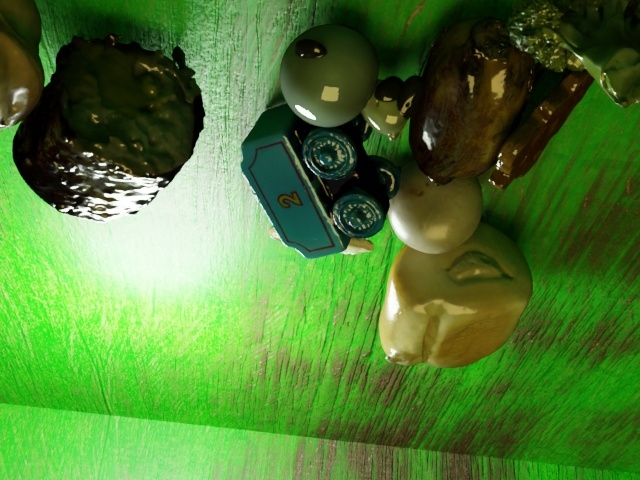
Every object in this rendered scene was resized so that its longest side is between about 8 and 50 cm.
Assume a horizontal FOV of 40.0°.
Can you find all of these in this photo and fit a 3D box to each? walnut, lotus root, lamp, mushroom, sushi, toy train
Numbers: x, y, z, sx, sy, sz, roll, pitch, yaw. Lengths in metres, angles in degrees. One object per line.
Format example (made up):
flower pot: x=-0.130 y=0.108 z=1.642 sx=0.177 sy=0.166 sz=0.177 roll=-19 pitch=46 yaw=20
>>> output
walnut: x=-0.633 y=-0.320 z=1.432 sx=0.383 sy=0.384 sz=0.384 roll=4 pitch=146 yaw=2
lotus root: x=0.263 y=-0.235 z=1.579 sx=0.195 sy=0.179 sz=0.397 roll=9 pitch=149 yaw=-3
lamp: x=0.048 y=-0.275 z=1.538 sx=0.243 sy=0.198 sz=0.198 roll=21 pitch=144 yaw=-10
mushroom: x=0.244 y=-0.075 z=1.849 sx=0.204 sy=0.204 sz=0.204 roll=4 pitch=146 yaw=2
sushi: x=-0.386 y=-0.199 z=1.618 sx=0.299 sy=0.281 sz=0.294 roll=6 pitch=157 yaw=-31
toy train: x=-0.004 y=-0.133 z=1.729 sx=0.265 sy=0.188 sz=0.300 roll=-13 pitch=120 yaw=28

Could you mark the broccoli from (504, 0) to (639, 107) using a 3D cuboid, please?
broccoli: x=0.424 y=-0.336 z=1.356 sx=0.254 sy=0.302 sz=0.186 roll=24 pitch=112 yaw=21

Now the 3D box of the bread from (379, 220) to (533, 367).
bread: x=0.307 y=0.121 z=2.038 sx=0.347 sy=0.253 sz=0.376 roll=-6 pitch=152 yaw=-2

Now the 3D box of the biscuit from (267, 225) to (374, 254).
biscuit: x=0.000 y=0.000 z=2.037 sx=0.265 sy=0.040 sz=0.188 roll=8 pitch=173 yaw=26

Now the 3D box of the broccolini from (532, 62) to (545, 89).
broccolini: x=0.371 y=-0.256 z=1.659 sx=0.051 sy=0.054 sz=0.239 roll=26 pitch=141 yaw=-5

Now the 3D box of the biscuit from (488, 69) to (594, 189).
biscuit: x=0.405 y=-0.218 z=1.582 sx=0.043 sy=0.301 sz=0.278 roll=40 pitch=-174 yaw=15
